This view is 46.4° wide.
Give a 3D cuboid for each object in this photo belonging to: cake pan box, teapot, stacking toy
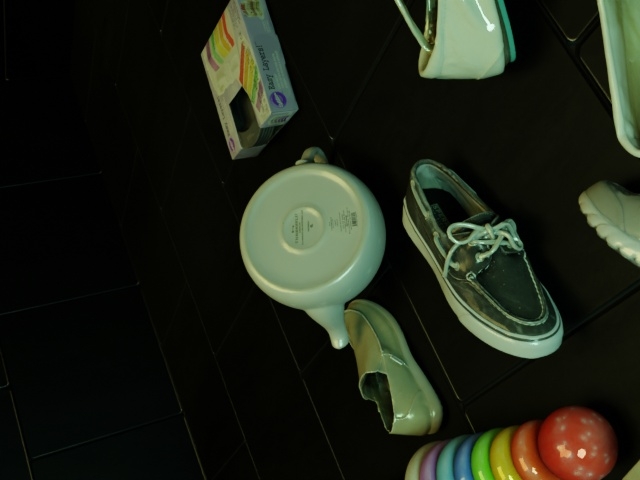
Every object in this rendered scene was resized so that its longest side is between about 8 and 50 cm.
[{"bbox_3d":[-0.147,-0.319,1.503,0.246,0.070,0.266,-32,73,63],"label":"cake pan box"},{"bbox_3d":[0.000,0.000,1.233,0.252,0.256,0.187,37,179,24],"label":"teapot"},{"bbox_3d":[0.249,0.296,0.962,0.330,0.141,0.141,-44,62,52],"label":"stacking toy"}]

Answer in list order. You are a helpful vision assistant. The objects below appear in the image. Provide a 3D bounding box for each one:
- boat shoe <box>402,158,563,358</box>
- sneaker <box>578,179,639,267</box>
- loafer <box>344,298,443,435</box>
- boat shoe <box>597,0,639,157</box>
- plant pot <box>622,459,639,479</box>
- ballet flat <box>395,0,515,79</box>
[{"bbox_3d":[0.200,0.009,0.938,0.105,0.113,0.306,86,164,-46],"label":"boat shoe"},{"bbox_3d":[0.362,0.000,0.684,0.115,0.105,0.281,-57,37,8],"label":"sneaker"},{"bbox_3d":[0.099,0.205,1.225,0.268,0.092,0.102,55,145,37],"label":"loafer"},{"bbox_3d":[0.278,-0.246,0.639,0.136,0.156,0.367,13,112,60],"label":"boat shoe"},{"bbox_3d":[0.367,0.235,0.732,0.109,0.096,0.109,55,145,36],"label":"plant pot"},{"bbox_3d":[0.114,-0.355,0.807,0.139,0.139,0.400,29,144,55],"label":"ballet flat"}]
